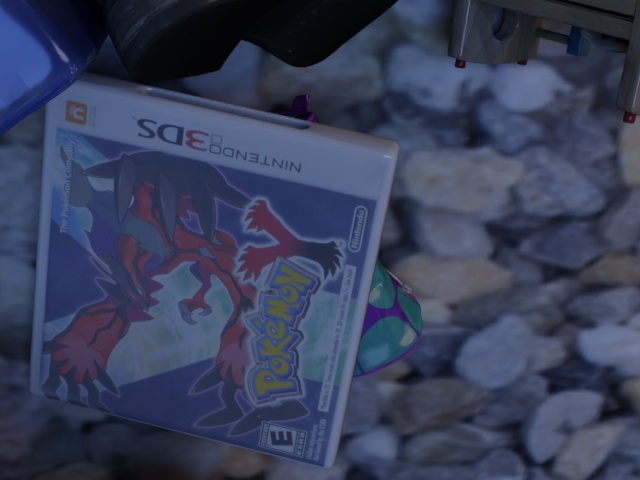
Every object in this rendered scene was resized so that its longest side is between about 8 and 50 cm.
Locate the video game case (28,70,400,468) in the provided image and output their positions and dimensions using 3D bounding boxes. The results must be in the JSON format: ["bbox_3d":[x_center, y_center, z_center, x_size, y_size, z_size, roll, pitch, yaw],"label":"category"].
[{"bbox_3d":[-0.065,0.020,0.680,0.184,0.023,0.201,13,119,6],"label":"video game case"}]

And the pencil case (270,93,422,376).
[{"bbox_3d":[0.000,0.000,0.709,0.070,0.064,0.151,-37,112,-22],"label":"pencil case"}]

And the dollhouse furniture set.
[{"bbox_3d":[0.186,-0.145,0.680,0.184,0.129,0.128,-8,114,-39],"label":"dollhouse furniture set"}]

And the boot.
[{"bbox_3d":[-0.063,-0.196,0.594,0.091,0.263,0.229,-36,81,32],"label":"boot"}]

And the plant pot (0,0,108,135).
[{"bbox_3d":[-0.245,-0.109,0.543,0.236,0.236,0.212,-33,106,4],"label":"plant pot"}]
